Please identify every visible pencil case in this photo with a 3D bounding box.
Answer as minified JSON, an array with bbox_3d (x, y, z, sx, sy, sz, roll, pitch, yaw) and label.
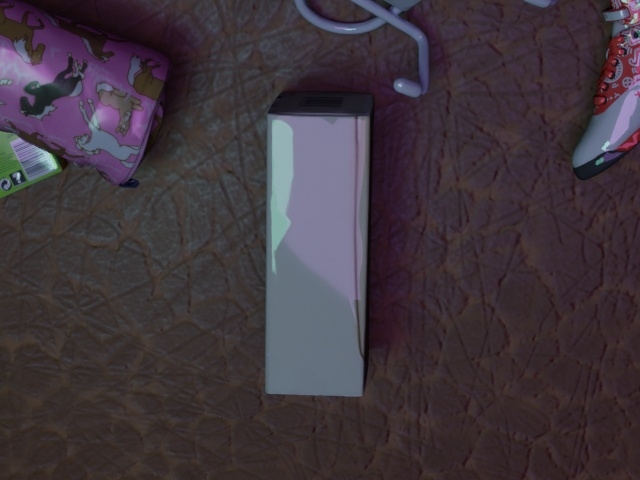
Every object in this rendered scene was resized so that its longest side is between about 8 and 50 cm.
[{"bbox_3d":[-0.354,-0.184,1.456,0.386,0.160,0.167,19,115,-16],"label":"pencil case"}]

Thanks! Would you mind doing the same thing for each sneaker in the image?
[{"bbox_3d":[0.329,-0.204,1.475,0.145,0.090,0.270,42,100,-6],"label":"sneaker"}]

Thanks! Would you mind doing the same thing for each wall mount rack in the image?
[{"bbox_3d":[0.054,-0.276,1.351,0.304,0.130,0.350,23,145,-29],"label":"wall mount rack"}]

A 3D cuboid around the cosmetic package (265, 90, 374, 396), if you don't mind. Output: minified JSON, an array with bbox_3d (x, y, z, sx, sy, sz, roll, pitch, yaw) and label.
[{"bbox_3d":[0.000,0.000,1.517,0.113,0.160,0.309,1,106,4],"label":"cosmetic package"}]

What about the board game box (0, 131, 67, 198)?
[{"bbox_3d":[-0.401,-0.174,1.567,0.124,0.039,0.259,-23,104,9],"label":"board game box"}]
